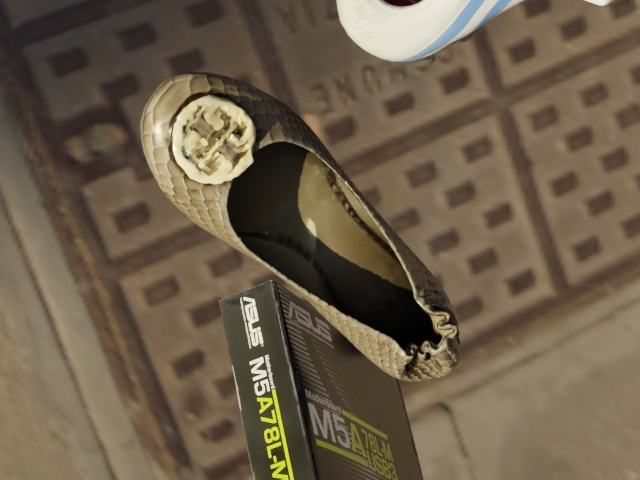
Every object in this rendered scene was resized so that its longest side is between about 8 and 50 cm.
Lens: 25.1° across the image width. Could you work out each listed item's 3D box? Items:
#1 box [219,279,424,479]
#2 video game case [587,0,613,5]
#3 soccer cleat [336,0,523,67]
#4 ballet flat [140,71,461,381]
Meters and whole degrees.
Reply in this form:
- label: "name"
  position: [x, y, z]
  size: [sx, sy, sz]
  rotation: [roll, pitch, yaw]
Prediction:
- label: "box"
  position: [0.014, 0.138, 0.880]
  size: [0.191, 0.045, 0.184]
  rotation: [38, 36, -57]
- label: "video game case"
  position: [0.096, -0.147, 0.614]
  size: [0.157, 0.143, 0.019]
  rotation: [-32, 137, -44]
- label: "soccer cleat"
  position: [0.157, -0.248, 1.070]
  size: [0.331, 0.143, 0.116]
  rotation: [-33, 63, 6]
- label: "ballet flat"
  position: [0.000, 0.000, 0.797]
  size: [0.084, 0.058, 0.250]
  rotation: [-47, 119, -6]
